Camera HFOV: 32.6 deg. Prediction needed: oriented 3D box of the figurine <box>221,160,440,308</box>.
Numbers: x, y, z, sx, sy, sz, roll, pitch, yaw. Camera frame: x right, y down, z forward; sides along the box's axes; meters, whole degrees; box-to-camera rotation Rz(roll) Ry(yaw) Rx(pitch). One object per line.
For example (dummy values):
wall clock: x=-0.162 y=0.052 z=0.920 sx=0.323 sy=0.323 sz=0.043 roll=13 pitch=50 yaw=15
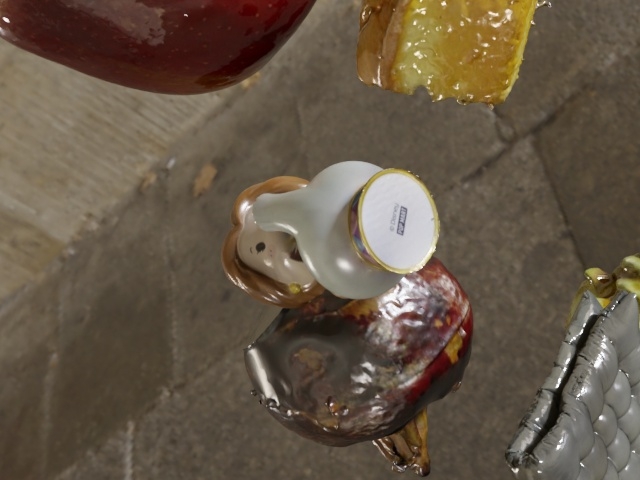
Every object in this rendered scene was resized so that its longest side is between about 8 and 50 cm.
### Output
figurine: x=0.000 y=0.000 z=1.125 sx=0.263 sy=0.189 sz=0.142 roll=-14 pitch=55 yaw=53

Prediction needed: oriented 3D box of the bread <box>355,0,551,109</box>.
bread: x=0.119 y=-0.222 z=0.843 sx=0.139 sy=0.143 sz=0.229 roll=102 pitch=-173 yaw=-55

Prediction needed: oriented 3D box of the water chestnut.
water chestnut: x=0.070 y=0.167 z=1.505 sx=0.335 sy=0.347 sz=0.335 roll=-35 pitch=10 yaw=7

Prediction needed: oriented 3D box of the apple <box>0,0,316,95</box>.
apple: x=-0.146 y=-0.272 z=0.901 sx=0.288 sy=0.316 sz=0.288 roll=-175 pitch=90 yaw=-66

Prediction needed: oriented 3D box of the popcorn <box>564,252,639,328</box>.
popcorn: x=0.525 y=0.179 z=1.689 sx=0.321 sy=0.290 sz=0.326 roll=19 pitch=63 yaw=41

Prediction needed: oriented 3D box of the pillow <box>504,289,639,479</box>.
pillow: x=0.351 y=0.246 z=1.410 sx=0.101 sy=0.228 sz=0.326 roll=-5 pitch=34 yaw=43
